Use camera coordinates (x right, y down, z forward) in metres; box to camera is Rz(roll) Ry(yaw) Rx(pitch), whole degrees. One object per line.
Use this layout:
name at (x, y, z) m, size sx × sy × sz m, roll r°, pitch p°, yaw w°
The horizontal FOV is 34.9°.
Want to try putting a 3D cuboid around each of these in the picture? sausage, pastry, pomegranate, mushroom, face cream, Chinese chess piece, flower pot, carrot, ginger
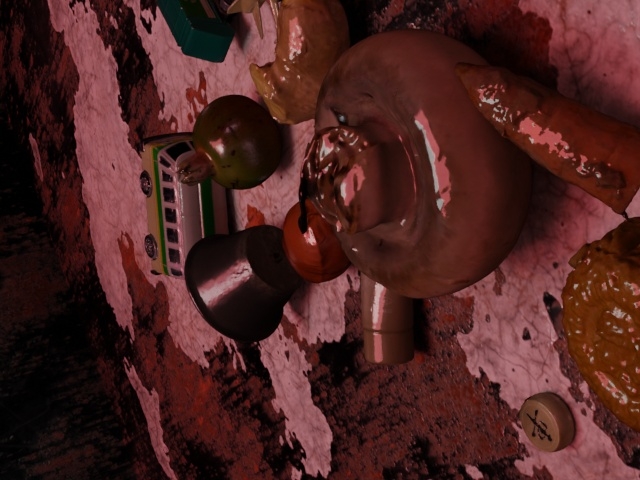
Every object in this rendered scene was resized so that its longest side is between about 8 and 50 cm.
sausage at (0.001, 0.002, 1.712) m, size 0.258 × 0.133 × 0.133 m, roll 107°, pitch 142°, yaw -77°
pastry at (0.363, 0.098, 1.113) m, size 0.235 × 0.132 × 0.240 m, roll 57°, pitch 151°, yaw 6°
pomegranate at (-0.175, -0.169, 1.892) m, size 0.180 × 0.209 × 0.180 m, roll 48°, pitch 157°, yaw 28°
mushroom at (0.101, -0.095, 1.343) m, size 0.362 × 0.294 × 0.362 m, roll 34°, pitch 131°, yaw 51°
face cream at (0.105, 0.027, 1.643) m, size 0.137 × 0.084 × 0.341 m, roll 11°, pitch 106°, yaw 60°
Chinese chess piece at (0.315, 0.254, 1.418) m, size 0.084 × 0.034 × 0.084 m, roll 36°, pitch 135°, yaw 47°
flower pot at (-0.127, 0.063, 1.955) m, size 0.148 × 0.235 × 0.235 m, roll -36°, pitch 72°, yaw 41°
carrot at (0.261, -0.134, 1.158) m, size 0.263 × 0.102 × 0.102 m, roll 35°, pitch 139°, yaw 14°
ginger at (-0.022, -0.298, 1.624) m, size 0.138 × 0.152 × 0.267 m, roll -103°, pitch 31°, yaw -61°

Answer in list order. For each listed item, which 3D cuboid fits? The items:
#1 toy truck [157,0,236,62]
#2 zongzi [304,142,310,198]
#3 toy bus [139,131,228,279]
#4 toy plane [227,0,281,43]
toy truck at (-0.239, -0.460, 1.948) m, size 0.253 × 0.124 × 0.114 m, roll 61°, pitch 147°, yaw 19°
zongzi at (0.007, -0.116, 1.762) m, size 0.109 × 0.055 × 0.119 m, roll -4°, pitch 90°, yaw 59°
toy bus at (-0.286, -0.072, 2.192) m, size 0.179 × 0.143 × 0.306 m, roll 17°, pitch 114°, yaw 53°
toy plane at (-0.103, -0.462, 1.717) m, size 0.242 × 0.104 × 0.256 m, roll 65°, pitch 151°, yaw 20°
